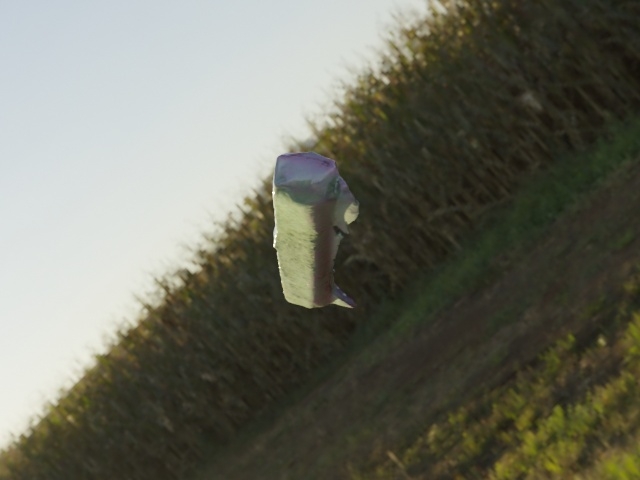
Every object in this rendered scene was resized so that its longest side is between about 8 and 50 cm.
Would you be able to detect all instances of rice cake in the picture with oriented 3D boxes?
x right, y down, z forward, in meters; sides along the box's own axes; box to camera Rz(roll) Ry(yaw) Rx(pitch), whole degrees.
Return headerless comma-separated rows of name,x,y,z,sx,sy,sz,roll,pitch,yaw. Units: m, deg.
rice cake,-0.003,-0.001,0.932,0.290,0.081,0.051,87,-161,-68
